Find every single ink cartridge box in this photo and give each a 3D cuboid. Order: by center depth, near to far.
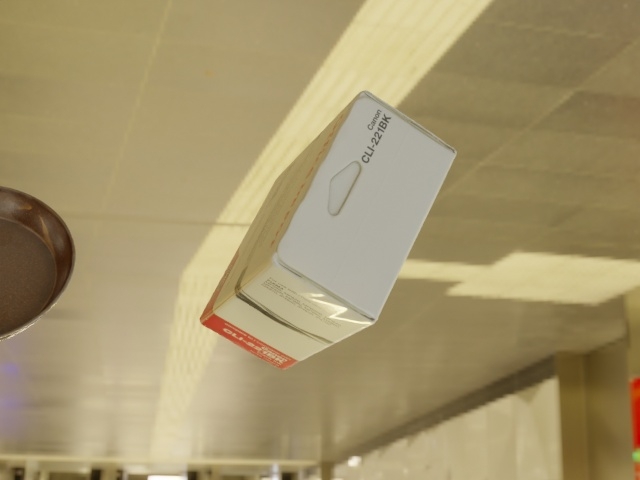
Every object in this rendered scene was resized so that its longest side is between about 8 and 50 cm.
[{"bbox_3d":[0.000,0.000,1.146,0.114,0.197,0.273,31,157,-8],"label":"ink cartridge box"}]

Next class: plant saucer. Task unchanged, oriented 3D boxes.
[{"bbox_3d":[-0.273,0.023,0.884,0.169,0.168,0.029,2,136,-7],"label":"plant saucer"}]
